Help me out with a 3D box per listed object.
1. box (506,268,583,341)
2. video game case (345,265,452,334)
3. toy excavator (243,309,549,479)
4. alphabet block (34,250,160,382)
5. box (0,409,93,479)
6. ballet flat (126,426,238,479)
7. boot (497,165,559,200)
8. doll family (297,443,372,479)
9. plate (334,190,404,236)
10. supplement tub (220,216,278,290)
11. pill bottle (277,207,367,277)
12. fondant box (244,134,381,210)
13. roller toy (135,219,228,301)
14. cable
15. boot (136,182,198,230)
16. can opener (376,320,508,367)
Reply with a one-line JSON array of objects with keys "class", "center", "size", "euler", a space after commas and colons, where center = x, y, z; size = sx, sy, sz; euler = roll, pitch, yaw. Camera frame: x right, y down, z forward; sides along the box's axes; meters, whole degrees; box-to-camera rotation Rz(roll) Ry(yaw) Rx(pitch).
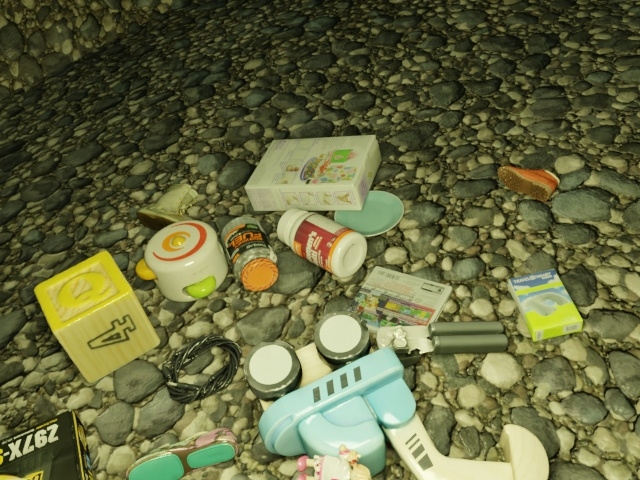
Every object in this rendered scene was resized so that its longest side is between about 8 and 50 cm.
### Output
[{"class": "box", "center": [0.487, 0.133, 1.487], "size": [0.109, 0.042, 0.178], "euler": [-13, 42, 1]}, {"class": "video game case", "center": [0.177, 0.150, 1.569], "size": [0.201, 0.023, 0.183], "euler": [15, 49, 28]}, {"class": "toy excavator", "center": [0.125, 0.352, 1.255], "size": [0.433, 0.222, 0.445], "euler": [-23, 56, -11]}, {"class": "alphabet block", "center": [-0.524, 0.178, 1.601], "size": [0.193, 0.197, 0.192], "euler": [-31, 44, -18]}, {"class": "box", "center": [-0.617, 0.514, 1.347], "size": [0.322, 0.079, 0.257], "euler": [-23, 40, -10]}, {"class": "ballet flat", "center": [-0.275, 0.429, 1.358], "size": [0.222, 0.076, 0.079], "euler": [-16, 23, -10]}, {"class": "boot", "center": [0.550, -0.164, 1.792], "size": [0.158, 0.059, 0.085], "euler": [31, 54, 29]}, {"class": "doll family", "center": [0.055, 0.474, 1.138], "size": [0.163, 0.118, 0.262], "euler": [-6, 77, 33]}, {"class": "plate", "center": [0.131, -0.068, 1.822], "size": [0.188, 0.024, 0.188], "euler": [-7, 41, 6]}, {"class": "supplement tub", "center": [-0.178, 0.034, 1.725], "size": [0.117, 0.117, 0.190], "euler": [-22, 42, -9]}, {"class": "pill bottle", "center": [0.000, 0.000, 1.709], "size": [0.221, 0.121, 0.121], "euler": [27, 55, 37]}, {"class": "fondant box", "center": [-0.017, -0.191, 1.927], "size": [0.331, 0.096, 0.238], "euler": [0, 42, 24]}, {"class": "roller toy", "center": [-0.346, 0.046, 1.736], "size": [0.209, 0.146, 0.191], "euler": [5, 44, 22]}, {"class": "cable", "center": [-0.261, 0.284, 1.523], "size": [0.185, 0.047, 0.150], "euler": [-23, 42, -11]}, {"class": "boot", "center": [-0.406, -0.090, 1.959], "size": [0.213, 0.077, 0.165], "euler": [16, 48, 34]}, {"class": "can opener", "center": [0.252, 0.215, 1.438], "size": [0.281, 0.093, 0.074], "euler": [-4, 43, -2]}]
